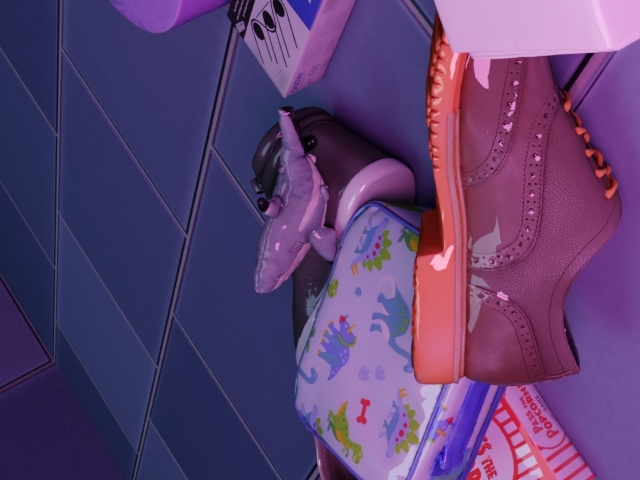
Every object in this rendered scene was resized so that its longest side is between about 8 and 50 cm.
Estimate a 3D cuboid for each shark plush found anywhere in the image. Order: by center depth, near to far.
[{"bbox_3d":[-0.023,-0.030,1.072,0.073,0.067,0.161,43,139,30],"label":"shark plush"}]

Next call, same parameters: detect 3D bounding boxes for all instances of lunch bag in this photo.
[{"bbox_3d":[0.075,0.091,1.067,0.176,0.090,0.219,36,114,46],"label":"lunch bag"}]

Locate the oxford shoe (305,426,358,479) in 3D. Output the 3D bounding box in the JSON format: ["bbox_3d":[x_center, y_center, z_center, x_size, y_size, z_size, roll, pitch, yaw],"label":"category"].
[{"bbox_3d":[0.092,0.321,1.355,0.169,0.130,0.449,18,133,57],"label":"oxford shoe"}]

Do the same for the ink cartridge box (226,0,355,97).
[{"bbox_3d":[-0.020,-0.212,1.083,0.097,0.046,0.207,55,157,13],"label":"ink cartridge box"}]

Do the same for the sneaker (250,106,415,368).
[{"bbox_3d":[0.000,0.000,1.215,0.147,0.105,0.295,49,146,32],"label":"sneaker"}]

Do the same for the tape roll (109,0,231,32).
[{"bbox_3d":[-0.163,-0.332,1.193,0.275,0.090,0.274,47,153,33],"label":"tape roll"}]

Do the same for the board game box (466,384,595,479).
[{"bbox_3d":[0.124,0.189,1.146,0.193,0.045,0.146,-43,76,41],"label":"board game box"}]

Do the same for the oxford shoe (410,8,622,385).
[{"bbox_3d":[0.135,-0.066,0.869,0.130,0.133,0.363,-75,-12,-60],"label":"oxford shoe"}]

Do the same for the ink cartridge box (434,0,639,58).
[{"bbox_3d":[0.120,-0.240,0.549,0.117,0.201,0.278,15,130,60],"label":"ink cartridge box"}]
